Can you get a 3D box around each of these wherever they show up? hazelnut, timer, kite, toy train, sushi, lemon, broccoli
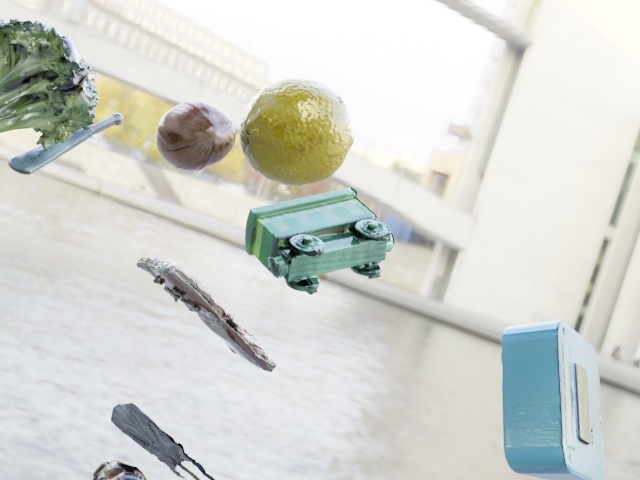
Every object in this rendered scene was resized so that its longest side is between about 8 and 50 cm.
[{"bbox_3d":[-0.240,-0.197,1.964,0.150,0.150,0.150,18,0,0],"label":"hazelnut"},{"bbox_3d":[0.372,0.259,1.566,0.091,0.231,0.250,-11,-25,30],"label":"timer"},{"bbox_3d":[-0.218,0.356,1.589,0.285,0.015,0.152,45,-31,-4],"label":"kite"},{"bbox_3d":[0.000,0.000,2.060,0.301,0.120,0.202,-14,40,-33],"label":"toy train"},{"bbox_3d":[-0.301,0.393,1.532,0.097,0.103,0.226,33,-14,-15],"label":"sushi"},{"bbox_3d":[-0.059,-0.265,2.477,0.293,0.293,0.293,18,0,0],"label":"lemon"},{"bbox_3d":[-0.531,-0.273,1.771,0.247,0.243,0.262,-1,-57,48],"label":"broccoli"}]

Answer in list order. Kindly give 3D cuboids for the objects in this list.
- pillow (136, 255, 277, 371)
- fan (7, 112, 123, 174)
[{"bbox_3d":[-0.161,0.102,1.447,0.232,0.043,0.126,47,-13,-25],"label":"pillow"},{"bbox_3d":[-0.473,-0.186,1.919,0.057,0.023,0.282,27,39,24],"label":"fan"}]
